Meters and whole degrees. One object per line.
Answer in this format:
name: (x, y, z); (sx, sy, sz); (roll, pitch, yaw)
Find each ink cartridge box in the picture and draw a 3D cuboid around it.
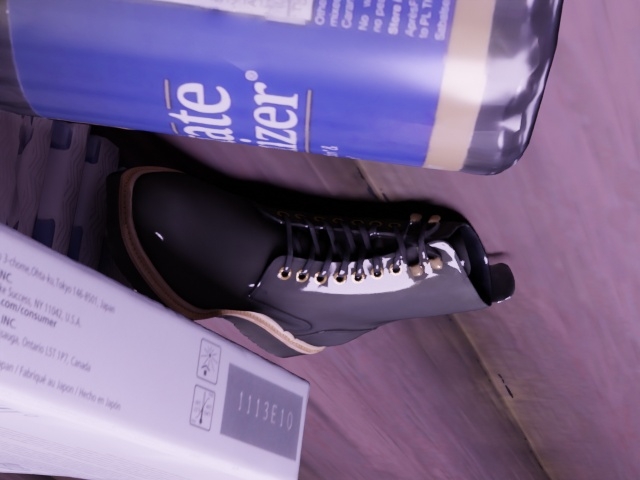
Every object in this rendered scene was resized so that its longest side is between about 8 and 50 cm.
ink cartridge box: (-0.170, 0.053, 0.518); (0.238, 0.060, 0.275); (-1, 161, 27)

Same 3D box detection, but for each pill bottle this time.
pill bottle: (-0.041, -0.092, 0.371); (0.219, 0.123, 0.123); (7, 153, 2)

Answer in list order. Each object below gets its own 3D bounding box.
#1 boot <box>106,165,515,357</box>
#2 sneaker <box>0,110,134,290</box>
boot: (0.000, 0.000, 0.612); (0.137, 0.077, 0.198); (-12, 160, 26)
sneaker: (-0.213, -0.037, 0.524); (0.182, 0.128, 0.315); (-1, 154, 13)
